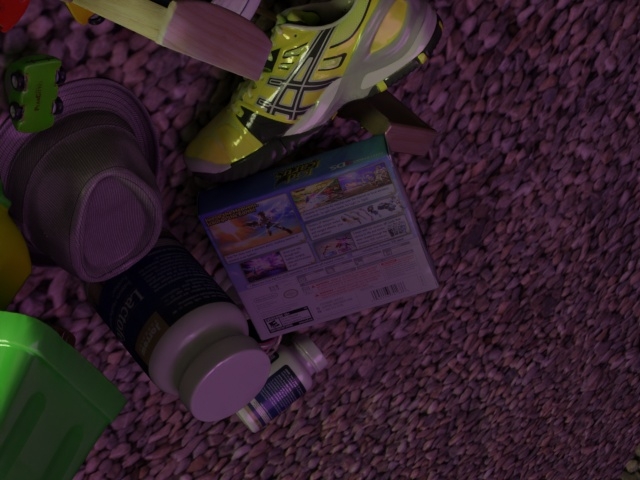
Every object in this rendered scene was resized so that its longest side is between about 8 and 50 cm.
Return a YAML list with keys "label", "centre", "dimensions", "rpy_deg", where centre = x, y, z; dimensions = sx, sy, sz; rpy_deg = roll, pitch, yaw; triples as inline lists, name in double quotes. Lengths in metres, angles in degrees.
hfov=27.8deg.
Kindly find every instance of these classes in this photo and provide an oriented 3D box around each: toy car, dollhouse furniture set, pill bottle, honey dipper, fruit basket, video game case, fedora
- label: "toy car"
  centre: [-0.320, -0.224, 1.445]
  dimensions: [0.239, 0.053, 0.225]
  rpy_deg: [-15, 136, -36]
- label: "dollhouse furniture set"
  centre: [-0.148, -0.359, 1.311]
  dimensions: [0.286, 0.198, 0.303]
  rpy_deg: [15, 100, -47]
- label: "dollhouse furniture set"
  centre: [0.026, -0.102, 1.838]
  dimensions: [0.212, 0.161, 0.242]
  rpy_deg: [3, 123, -48]
- label: "pill bottle"
  centre: [-0.073, 0.232, 2.142]
  dimensions: [0.169, 0.094, 0.094]
  rpy_deg: [-38, 145, -10]
- label: "honey dipper"
  centre: [-0.051, -0.287, 1.684]
  dimensions: [0.161, 0.030, 0.030]
  rpy_deg: [18, 112, -50]
- label: "pill bottle"
  centre: [-0.191, 0.112, 1.742]
  dimensions: [0.153, 0.265, 0.153]
  rpy_deg: [-28, 142, -24]
- label: "fruit basket"
  centre: [-0.423, 0.100, 1.489]
  dimensions: [0.392, 0.392, 0.283]
  rpy_deg: [-40, 146, -7]
- label: "video game case"
  centre: [0.000, 0.000, 1.775]
  dimensions: [0.270, 0.061, 0.244]
  rpy_deg: [-17, 128, 8]
- label: "fedora"
  centre: [-0.282, -0.051, 1.602]
  dimensions: [0.244, 0.124, 0.275]
  rpy_deg: [-25, 141, -28]

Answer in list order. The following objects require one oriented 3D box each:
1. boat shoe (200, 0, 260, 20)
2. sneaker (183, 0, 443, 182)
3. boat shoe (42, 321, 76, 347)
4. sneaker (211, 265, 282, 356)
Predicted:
- label: "boat shoe"
  centre: [-0.088, -0.358, 1.512]
  dimensions: [0.084, 0.095, 0.258]
  rpy_deg: [-9, 131, -47]
- label: "sneaker"
  centre: [-0.034, -0.219, 1.675]
  dimensions: [0.385, 0.145, 0.147]
  rpy_deg: [-35, 114, 14]
- label: "boat shoe"
  centre: [-0.394, 0.133, 1.756]
  dimensions: [0.153, 0.048, 0.056]
  rpy_deg: [10, 106, -58]
- label: "sneaker"
  centre: [-0.122, 0.152, 1.993]
  dimensions: [0.103, 0.111, 0.252]
  rpy_deg: [-22, 140, -31]
